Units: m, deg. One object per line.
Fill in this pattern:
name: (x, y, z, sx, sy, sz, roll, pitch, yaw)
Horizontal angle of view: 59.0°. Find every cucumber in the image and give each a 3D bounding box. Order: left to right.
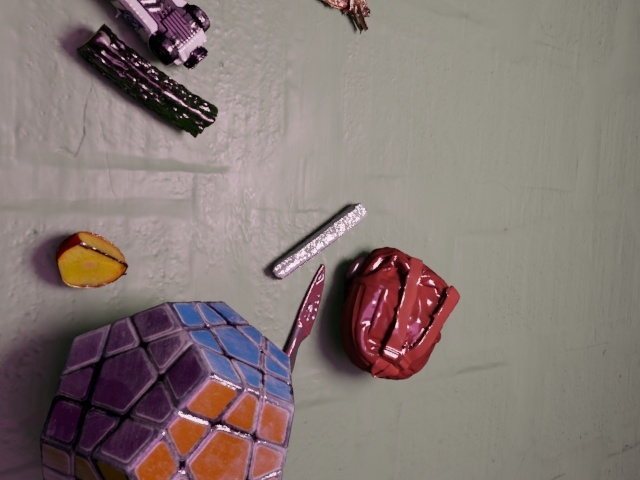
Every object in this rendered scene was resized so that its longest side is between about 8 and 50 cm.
cucumber: (-0.225, -0.206, 0.747, 0.187, 0.058, 0.058, 33, 76, -33)

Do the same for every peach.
peach: (-0.293, 0.021, 0.725, 0.083, 0.050, 0.077, -11, 125, -25)

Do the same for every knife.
knife: (-0.032, 0.156, 0.946, 0.035, 0.018, 0.247, 28, 78, -31)

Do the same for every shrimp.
shrimp: (0.026, -0.414, 0.911, 0.099, 0.041, 0.180, -47, 120, -21)

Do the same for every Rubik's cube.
Rubik's cube: (-0.177, 0.225, 0.697, 0.319, 0.319, 0.264, 32, 102, -33)

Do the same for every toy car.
toy car: (-0.215, -0.298, 0.734, 0.170, 0.070, 0.080, 48, 68, -27)

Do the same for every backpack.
backpack: (0.128, 0.135, 0.981, 0.229, 0.139, 0.229, -2, 92, -38)

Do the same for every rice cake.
rice cake: (0.000, 0.000, 0.943, 0.208, 0.033, 0.033, -37, 105, -25)
